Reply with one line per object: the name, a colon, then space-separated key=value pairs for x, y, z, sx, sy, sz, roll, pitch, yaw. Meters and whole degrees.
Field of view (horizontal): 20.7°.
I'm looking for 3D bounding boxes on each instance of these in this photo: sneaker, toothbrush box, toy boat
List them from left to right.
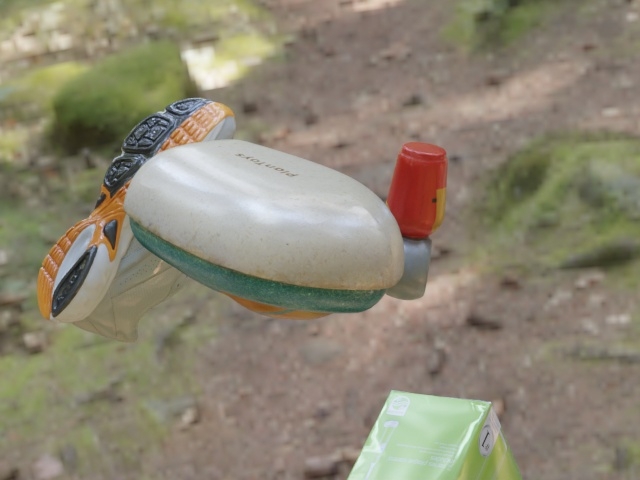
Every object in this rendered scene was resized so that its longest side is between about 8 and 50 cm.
sneaker: x=-0.155 y=-0.016 z=1.674 sx=0.262 sy=0.121 sz=0.099 roll=-51 pitch=40 yaw=9
toy boat: x=0.000 y=0.000 z=1.546 sx=0.318 sy=0.148 sz=0.267 roll=-9 pitch=25 yaw=-45
toothbrush box: x=0.099 y=0.325 z=1.755 sx=0.122 sy=0.206 sz=0.283 roll=5 pitch=47 yaw=32
